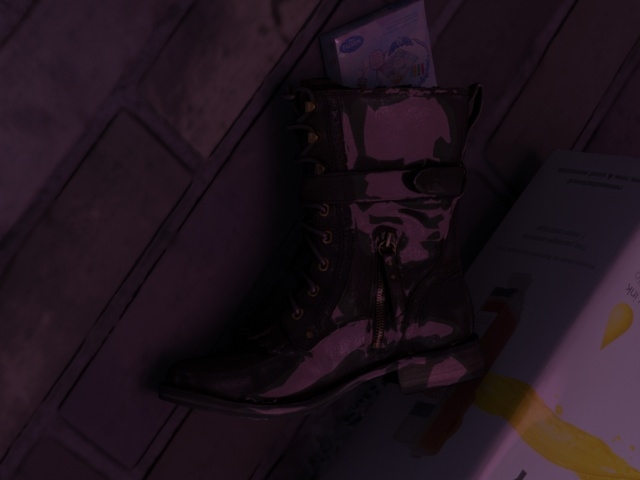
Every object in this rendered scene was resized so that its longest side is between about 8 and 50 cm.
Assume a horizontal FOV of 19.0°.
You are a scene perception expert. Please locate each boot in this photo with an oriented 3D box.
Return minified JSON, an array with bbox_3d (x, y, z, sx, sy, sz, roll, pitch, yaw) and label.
[{"bbox_3d":[0.000,0.000,1.351,0.263,0.091,0.229,-9,96,-18],"label":"boot"}]

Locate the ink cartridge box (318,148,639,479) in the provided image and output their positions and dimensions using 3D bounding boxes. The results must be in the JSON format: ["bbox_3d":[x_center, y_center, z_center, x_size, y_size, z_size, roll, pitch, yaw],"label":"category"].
[{"bbox_3d":[0.201,0.165,1.482,0.279,0.160,0.384,46,72,-31],"label":"ink cartridge box"}]

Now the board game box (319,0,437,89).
[{"bbox_3d":[0.045,-0.122,1.405,0.090,0.020,0.090,-27,120,-33],"label":"board game box"}]
